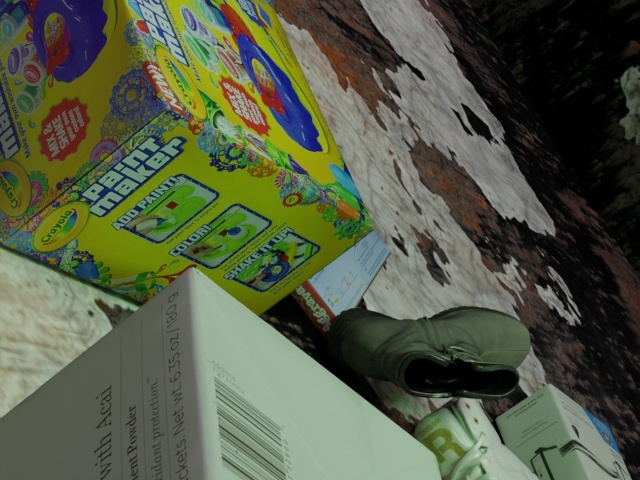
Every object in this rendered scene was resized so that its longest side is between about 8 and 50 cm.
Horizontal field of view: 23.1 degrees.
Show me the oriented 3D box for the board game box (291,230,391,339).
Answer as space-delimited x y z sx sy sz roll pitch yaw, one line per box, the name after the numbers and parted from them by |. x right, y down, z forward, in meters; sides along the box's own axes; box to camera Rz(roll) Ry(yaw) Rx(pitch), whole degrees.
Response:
0.000 0.000 1.665 0.145 0.027 0.281 54 19 -5 | board game box

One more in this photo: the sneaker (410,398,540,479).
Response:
0.142 0.245 1.475 0.169 0.108 0.292 49 9 -8 | sneaker

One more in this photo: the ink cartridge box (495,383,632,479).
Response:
0.298 0.287 1.783 0.148 0.086 0.203 37 25 -42 | ink cartridge box

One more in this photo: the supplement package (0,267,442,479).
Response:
-0.097 0.190 0.683 0.175 0.293 0.177 40 22 -32 | supplement package

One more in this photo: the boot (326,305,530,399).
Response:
0.140 0.122 1.514 0.246 0.083 0.161 3 11 -34 | boot

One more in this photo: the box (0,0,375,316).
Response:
-0.142 -0.111 1.294 0.279 0.177 0.290 27 32 -51 | box
